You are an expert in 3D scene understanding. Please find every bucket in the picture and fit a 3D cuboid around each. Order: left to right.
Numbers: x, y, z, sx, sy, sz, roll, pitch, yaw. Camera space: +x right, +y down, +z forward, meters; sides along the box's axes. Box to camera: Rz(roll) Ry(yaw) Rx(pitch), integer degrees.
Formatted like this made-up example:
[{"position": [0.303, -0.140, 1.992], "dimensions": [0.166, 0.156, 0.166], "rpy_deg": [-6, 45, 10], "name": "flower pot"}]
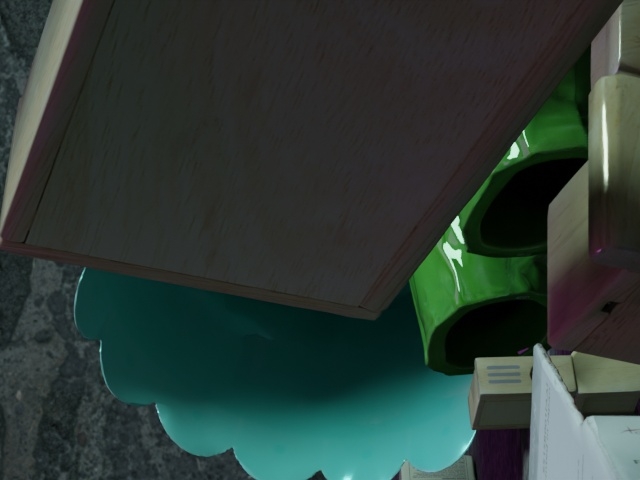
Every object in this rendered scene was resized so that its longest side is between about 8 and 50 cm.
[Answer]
[{"position": [0.000, 0.000, 1.250], "dimensions": [0.183, 0.281, 0.281], "rpy_deg": [-77, -8, -51], "name": "bucket"}]

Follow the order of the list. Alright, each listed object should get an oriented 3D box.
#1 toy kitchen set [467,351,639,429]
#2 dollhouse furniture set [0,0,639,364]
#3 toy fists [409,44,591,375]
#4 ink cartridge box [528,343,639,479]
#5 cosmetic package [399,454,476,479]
[{"position": [0.100, 0.027, 0.844], "dimensions": [0.068, 0.075, 0.083], "rpy_deg": [95, 172, -57], "name": "toy kitchen set"}, {"position": [0.019, -0.176, 0.529], "dimensions": [0.174, 0.303, 0.355], "rpy_deg": [124, 154, -59], "name": "dollhouse furniture set"}, {"position": [0.093, -0.047, 0.967], "dimensions": [0.279, 0.096, 0.142], "rpy_deg": [97, 164, -65], "name": "toy fists"}, {"position": [0.110, 0.192, 0.673], "dimensions": [0.239, 0.060, 0.275], "rpy_deg": [-90, 1, -80], "name": "ink cartridge box"}, {"position": [0.091, 0.214, 1.513], "dimensions": [0.115, 0.060, 0.041], "rpy_deg": [-88, -1, -58], "name": "cosmetic package"}]
